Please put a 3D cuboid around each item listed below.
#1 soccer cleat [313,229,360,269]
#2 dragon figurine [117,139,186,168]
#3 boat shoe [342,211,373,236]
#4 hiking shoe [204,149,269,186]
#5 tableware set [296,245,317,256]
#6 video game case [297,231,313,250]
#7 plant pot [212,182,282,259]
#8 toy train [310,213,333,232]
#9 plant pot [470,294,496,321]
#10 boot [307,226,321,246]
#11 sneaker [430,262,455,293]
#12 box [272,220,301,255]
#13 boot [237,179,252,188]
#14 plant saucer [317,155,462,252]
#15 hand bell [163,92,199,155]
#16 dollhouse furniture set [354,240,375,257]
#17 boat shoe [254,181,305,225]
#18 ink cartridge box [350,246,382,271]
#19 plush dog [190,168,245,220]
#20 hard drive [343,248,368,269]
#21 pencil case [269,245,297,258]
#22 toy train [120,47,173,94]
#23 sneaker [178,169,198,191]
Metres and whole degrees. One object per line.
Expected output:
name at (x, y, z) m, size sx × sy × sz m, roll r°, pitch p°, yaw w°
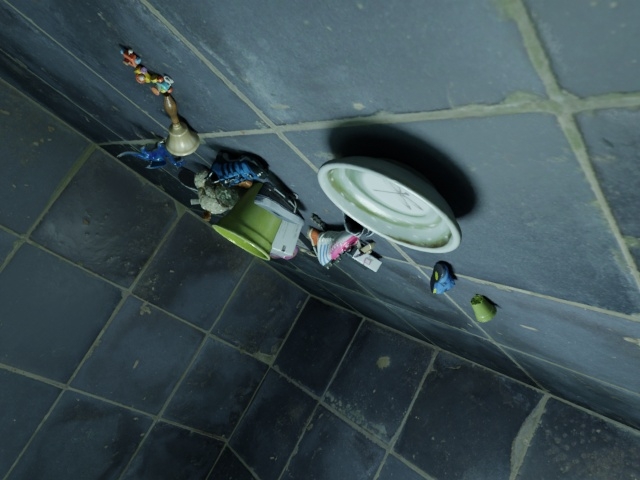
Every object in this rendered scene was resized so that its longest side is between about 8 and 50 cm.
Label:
soccer cleat at (0.049, 0.010, 1.838) m, size 0.143 × 0.116 × 0.331 m, roll 54°, pitch 151°, yaw 8°
dragon figurine at (-0.758, -0.371, 2.037) m, size 0.085 × 0.289 × 0.144 m, roll 9°, pitch 118°, yaw 53°
boat shoe at (0.123, -0.062, 1.469) m, size 0.108 × 0.102 × 0.301 m, roll 27°, pitch 167°, yaw 15°
hiking shoe at (-0.307, -0.245, 1.660) m, size 0.304 × 0.132 × 0.113 m, roll 17°, pitch 162°, yaw 46°
tableware set at (-0.043, 0.069, 2.447) m, size 0.141 × 0.020 × 0.168 m, roll 20°, pitch -177°, yaw 39°
video game case at (-0.188, -0.051, 2.364) m, size 0.248 × 0.035 × 0.275 m, roll 22°, pitch 165°, yaw 34°
plant pot at (-0.269, -0.095, 1.880) m, size 0.276 × 0.254 × 0.276 m, roll 29°, pitch 168°, yaw 7°
toy train at (0.006, -0.066, 1.895) m, size 0.036 × 0.027 × 0.158 m, roll 33°, pitch 173°, yaw 46°
plant pot at (0.601, 0.248, 1.670) m, size 0.079 × 0.083 × 0.083 m, roll 48°, pitch 161°, yaw -23°
boot at (0.000, 0.000, 2.096) m, size 0.084 × 0.059 × 0.158 m, roll 18°, pitch 162°, yaw 26°
sneaker at (0.450, 0.134, 1.616) m, size 0.082 × 0.069 × 0.209 m, roll -4°, pitch 152°, yaw 4°
box at (-0.175, -0.028, 2.059) m, size 0.119 × 0.181 × 0.182 m, roll 21°, pitch 169°, yaw -16°
boot at (-0.376, -0.268, 1.883) m, size 0.152 × 0.073 × 0.197 m, roll 22°, pitch -174°, yaw -26°
plant saucer at (0.186, -0.111, 1.148) m, size 0.400 × 0.101 × 0.400 m, roll 29°, pitch 167°, yaw 7°
hand bell at (-0.509, -0.420, 1.567) m, size 0.126 × 0.126 × 0.242 m, roll 28°, pitch 155°, yaw 9°
dollhouse furniture set at (0.185, 0.006, 1.810) m, size 0.114 × 0.090 × 0.081 m, roll -36°, pitch 72°, yaw 53°
boat shoe at (-0.143, -0.143, 1.747) m, size 0.113 × 0.105 × 0.306 m, roll 16°, pitch 172°, yaw 36°
ink cartridge box at (0.194, 0.077, 1.913) m, size 0.122 × 0.052 × 0.088 m, roll 33°, pitch -175°, yaw -7°
plush dog at (-0.452, -0.210, 2.072) m, size 0.225 × 0.211 × 0.262 m, roll -19°, pitch 137°, yaw 38°
hard drive at (0.152, 0.072, 2.009) m, size 0.135 × 0.022 × 0.094 m, roll 35°, pitch -163°, yaw -20°
pencil case at (-0.235, 0.052, 2.697) m, size 0.124 × 0.124 × 0.284 m, roll 34°, pitch 166°, yaw -18°
toy train at (-0.533, -0.505, 1.363) m, size 0.166 × 0.046 × 0.125 m, roll 33°, pitch 167°, yaw -11°
sneaker at (-0.645, -0.289, 2.363) m, size 0.234 × 0.084 × 0.097 m, roll 30°, pitch 169°, yaw 0°
